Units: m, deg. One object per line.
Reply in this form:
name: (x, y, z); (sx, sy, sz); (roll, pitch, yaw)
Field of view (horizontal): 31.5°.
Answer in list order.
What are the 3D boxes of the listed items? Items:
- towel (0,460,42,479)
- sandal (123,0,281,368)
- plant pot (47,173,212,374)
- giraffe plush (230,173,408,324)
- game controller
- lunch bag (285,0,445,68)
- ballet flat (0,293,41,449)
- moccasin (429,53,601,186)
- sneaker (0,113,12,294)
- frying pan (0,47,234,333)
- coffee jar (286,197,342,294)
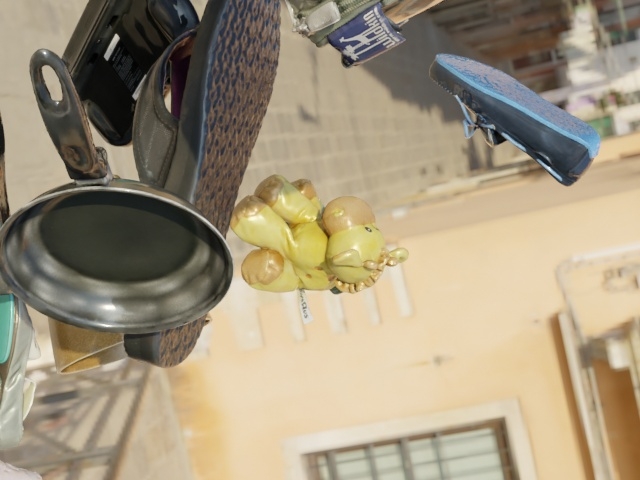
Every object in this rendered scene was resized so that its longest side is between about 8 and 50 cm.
towel: (-0.424, 0.377, 1.285); (0.332, 0.053, 0.316); (38, 30, -53)
sandal: (-0.143, -0.094, 1.171); (0.167, 0.107, 0.445); (28, 77, -74)
plant pot: (-0.310, 0.039, 1.676); (0.237, 0.237, 0.254); (11, 59, -75)
giraffe plush: (0.010, 0.007, 1.483); (0.181, 0.171, 0.210); (-43, 114, -43)
game controller: (-0.262, -0.254, 1.532); (0.166, 0.319, 0.067); (48, 51, 1)
lunch bag: (0.050, -0.281, 0.631); (0.305, 0.256, 0.212); (65, 25, -7)
ballet flat: (-0.384, 0.157, 1.413); (0.068, 0.072, 0.213); (8, 95, -44)
moccasin: (0.318, -0.208, 1.980); (0.138, 0.342, 0.116); (-18, 138, -46)
sneaker: (-0.425, -0.065, 1.258); (0.090, 0.145, 0.270); (-109, -166, -82)
frying pan: (-0.198, -0.024, 0.905); (0.326, 0.197, 0.053); (53, 27, -44)
coffee jar: (0.000, 0.000, 1.912); (0.184, 0.096, 0.079); (47, 51, -12)
